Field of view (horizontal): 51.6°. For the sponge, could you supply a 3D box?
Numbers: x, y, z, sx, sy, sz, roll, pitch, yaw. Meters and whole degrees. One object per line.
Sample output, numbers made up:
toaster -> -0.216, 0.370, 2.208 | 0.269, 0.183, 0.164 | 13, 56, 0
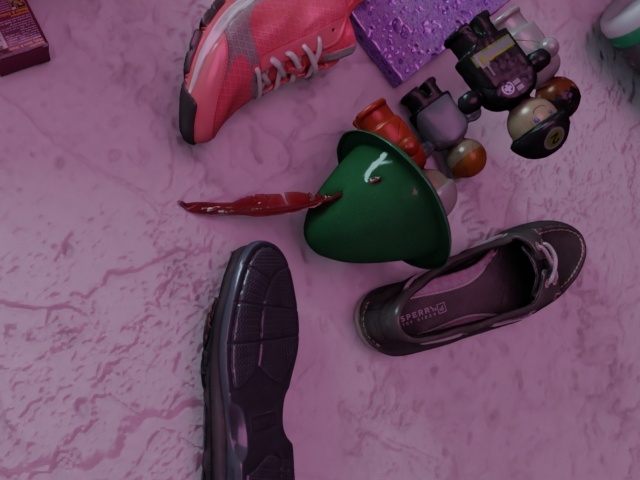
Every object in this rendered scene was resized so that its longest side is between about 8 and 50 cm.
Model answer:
sponge -> 0.136, -0.296, 0.835 | 0.210, 0.031, 0.117 | -40, 96, -19

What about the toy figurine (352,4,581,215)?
toy figurine -> 0.168, -0.134, 0.719 | 0.148, 0.213, 0.209 | 54, 35, 1

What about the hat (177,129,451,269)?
hat -> 0.000, 0.000, 0.685 | 0.184, 0.208, 0.172 | -33, 113, -18

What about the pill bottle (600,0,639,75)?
pill bottle -> 0.571, -0.228, 0.887 | 0.361, 0.204, 0.204 | 44, 72, -9

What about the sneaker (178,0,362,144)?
sneaker -> -0.035, -0.220, 0.707 | 0.136, 0.116, 0.313 | 30, 74, 1

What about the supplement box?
supplement box -> -0.314, -0.216, 0.662 | 0.055, 0.043, 0.083 | -26, 91, -20

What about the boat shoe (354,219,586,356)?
boat shoe -> 0.202, 0.055, 0.779 | 0.335, 0.095, 0.112 | -19, 89, -20

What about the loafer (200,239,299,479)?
loafer -> -0.087, 0.152, 0.670 | 0.109, 0.095, 0.302 | 12, 73, -52
